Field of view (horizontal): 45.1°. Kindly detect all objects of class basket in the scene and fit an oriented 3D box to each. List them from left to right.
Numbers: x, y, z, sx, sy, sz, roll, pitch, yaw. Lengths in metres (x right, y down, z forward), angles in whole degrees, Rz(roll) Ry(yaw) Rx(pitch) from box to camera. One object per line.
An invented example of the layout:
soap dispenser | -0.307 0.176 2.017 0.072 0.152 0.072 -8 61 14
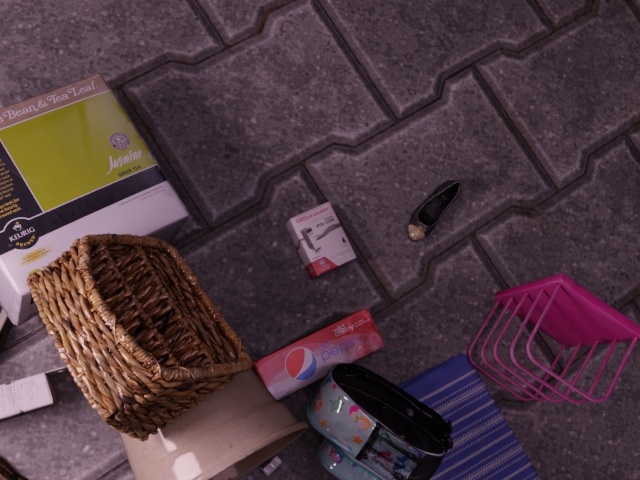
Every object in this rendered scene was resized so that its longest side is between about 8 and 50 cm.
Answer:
basket | -0.285 0.120 1.200 0.223 0.213 0.299 -34 64 -7

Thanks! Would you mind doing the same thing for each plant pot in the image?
plant pot | -0.240 0.290 1.381 0.334 0.334 0.305 -28 74 -18

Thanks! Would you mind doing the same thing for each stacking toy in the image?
stacking toy | -0.101 0.543 1.472 0.221 0.052 0.167 -43 90 -18

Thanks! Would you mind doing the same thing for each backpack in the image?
backpack | 0.094 0.350 1.440 0.253 0.225 0.191 38 101 5

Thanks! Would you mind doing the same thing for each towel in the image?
towel | 0.282 0.425 1.580 0.243 0.040 0.336 -24 76 -20

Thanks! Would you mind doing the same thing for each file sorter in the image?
file sorter | 0.459 0.214 1.561 0.202 0.291 0.182 34 75 -4

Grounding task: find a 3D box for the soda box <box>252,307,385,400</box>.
soda box | -0.008 0.232 1.551 0.263 0.083 0.092 -24 84 -17

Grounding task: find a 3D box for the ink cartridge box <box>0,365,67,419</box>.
ink cartridge box | -0.541 0.285 1.399 0.180 0.104 0.060 -15 81 -16

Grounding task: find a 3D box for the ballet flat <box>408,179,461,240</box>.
ballet flat | 0.249 -0.071 1.700 0.057 0.049 0.173 39 72 -1

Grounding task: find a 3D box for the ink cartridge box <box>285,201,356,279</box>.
ink cartridge box | 0.000 0.000 1.620 0.099 0.056 0.135 -25 84 -17

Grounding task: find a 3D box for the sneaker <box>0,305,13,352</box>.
sneaker | -0.648 0.172 1.420 0.118 0.083 0.222 20 63 -3

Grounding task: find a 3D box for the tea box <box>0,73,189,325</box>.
tea box | -0.480 -0.076 1.408 0.329 0.220 0.323 -28 84 -30

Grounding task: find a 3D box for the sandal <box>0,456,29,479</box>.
sandal | -0.553 0.451 1.380 0.180 0.072 0.049 40 87 0
